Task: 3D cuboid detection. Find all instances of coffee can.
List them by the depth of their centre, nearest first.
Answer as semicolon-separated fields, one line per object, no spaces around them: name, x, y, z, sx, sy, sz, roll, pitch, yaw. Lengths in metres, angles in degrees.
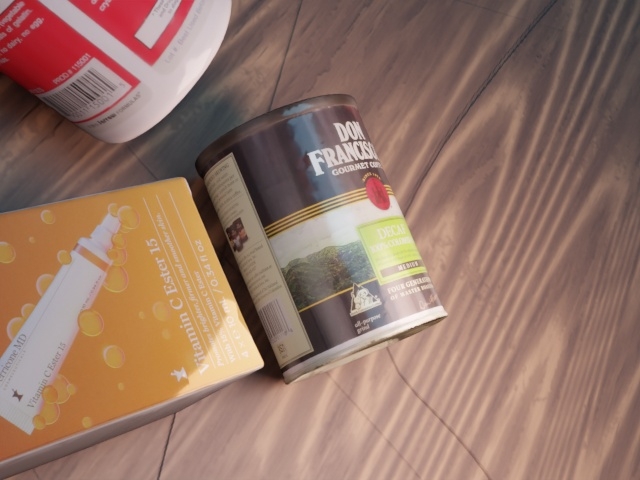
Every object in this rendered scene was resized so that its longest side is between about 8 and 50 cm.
coffee can;0.000;0.000;1.356;0.201;0.201;0.275;-16;79;-42

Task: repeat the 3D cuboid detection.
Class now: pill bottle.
pill bottle;-0.306;-0.298;1.203;0.407;0.229;0.229;38;49;-31

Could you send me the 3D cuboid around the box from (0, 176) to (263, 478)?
box;-0.262;0.092;1.118;0.345;0.168;0.215;-16;79;-43
